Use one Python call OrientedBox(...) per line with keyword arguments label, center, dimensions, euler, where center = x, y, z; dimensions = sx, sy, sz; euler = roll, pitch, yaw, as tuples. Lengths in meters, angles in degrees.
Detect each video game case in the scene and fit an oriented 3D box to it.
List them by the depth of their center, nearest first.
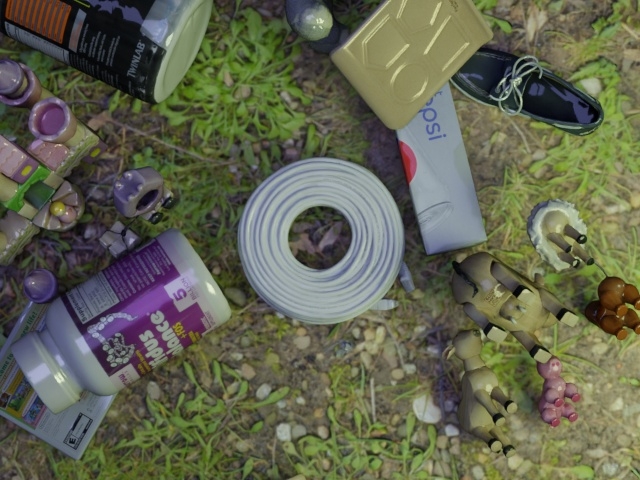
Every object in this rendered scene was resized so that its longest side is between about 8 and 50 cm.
OrientedBox(label="video game case", center=(-0.406, 0.204, 1.972), dimensions=(0.193, 0.023, 0.212), euler=(30, 91, 3))

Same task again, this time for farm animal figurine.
OrientedBox(label="farm animal figurine", center=(0.289, 0.122, 1.860), dimensions=(0.330, 0.172, 0.327), euler=(-41, 128, 2))

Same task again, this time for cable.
OrientedBox(label="cable", center=(0.000, 0.000, 1.923), dimensions=(0.257, 0.089, 0.257), euler=(-13, 88, 3))

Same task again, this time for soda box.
OrientedBox(label="soda box", center=(0.172, -0.123, 1.916), dimensions=(0.098, 0.091, 0.286), euler=(-13, 88, 3))

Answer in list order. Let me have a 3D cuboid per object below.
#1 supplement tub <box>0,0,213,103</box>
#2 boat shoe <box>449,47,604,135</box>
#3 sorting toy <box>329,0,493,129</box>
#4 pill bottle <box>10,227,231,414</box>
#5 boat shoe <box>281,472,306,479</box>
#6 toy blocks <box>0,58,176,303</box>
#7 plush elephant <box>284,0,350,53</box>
OrientedBox(label="supplement tub", center=(-0.349, -0.361, 1.891), dimensions=(0.338, 0.207, 0.207), euler=(26, 90, 3))
OrientedBox(label="boat shoe", center=(0.309, -0.228, 1.918), dimensions=(0.255, 0.079, 0.095), euler=(28, 90, 3))
OrientedBox(label="sorting toy", center=(0.130, -0.282, 1.807), dimensions=(0.208, 0.193, 0.038), euler=(-43, 45, 2))
OrientedBox(label="pill bottle", center=(-0.297, 0.125, 1.874), dimensions=(0.302, 0.169, 0.169), euler=(-33, 87, -8))
OrientedBox(label="boat shoe", center=(-0.163, 0.420, 1.917), dimensions=(0.302, 0.109, 0.098), euler=(-10, 83, -3))
OrientedBox(label="toy blocks", center=(-0.438, -0.082, 1.833), dimensions=(0.309, 0.260, 0.288), euler=(41, 90, 17))
OrientedBox(label="plush elephant", center=(0.070, -0.449, 1.838), dimensions=(0.256, 0.272, 0.329), euler=(-11, 84, 7))
